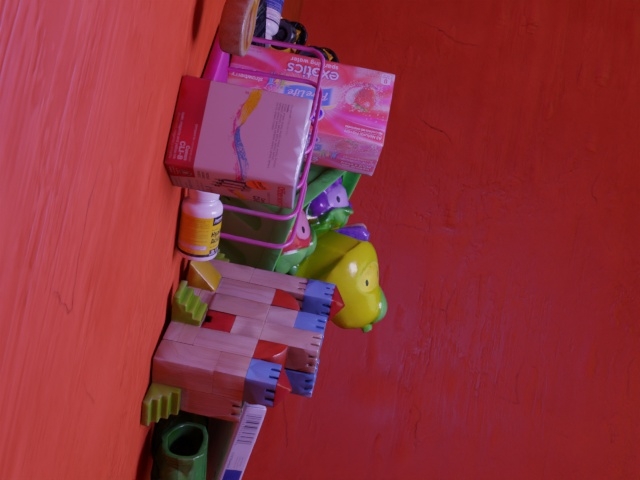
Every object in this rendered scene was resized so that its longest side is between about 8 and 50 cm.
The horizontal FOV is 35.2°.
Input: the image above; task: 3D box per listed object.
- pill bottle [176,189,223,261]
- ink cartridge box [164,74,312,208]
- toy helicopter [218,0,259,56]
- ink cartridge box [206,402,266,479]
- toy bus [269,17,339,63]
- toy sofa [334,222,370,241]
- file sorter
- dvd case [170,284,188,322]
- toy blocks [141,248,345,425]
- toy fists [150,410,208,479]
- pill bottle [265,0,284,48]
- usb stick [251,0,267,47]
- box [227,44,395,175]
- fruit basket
[{"bbox_3d":[-0.184,-0.032,1.547,0.065,0.065,0.116,-80,180,-62],"label":"pill bottle"},{"bbox_3d":[-0.107,-0.130,1.369,0.128,0.176,0.127,101,-1,-78],"label":"ink cartridge box"},{"bbox_3d":[-0.077,-0.422,1.369,0.235,0.140,0.355,94,9,-76],"label":"toy helicopter"},{"bbox_3d":[-0.161,0.316,1.766,0.224,0.045,0.223,-116,-138,-60],"label":"ink cartridge box"},{"bbox_3d":[-0.082,-0.382,2.298,0.211,0.220,0.149,-48,177,17],"label":"toy bus"},{"bbox_3d":[-0.057,0.070,2.342,0.150,0.363,0.177,-80,170,-57],"label":"toy sofa"},{"bbox_3d":[-0.102,-0.157,1.627,0.290,0.182,0.202,101,0,-47],"label":"file sorter"},{"bbox_3d":[-0.243,0.140,1.712,0.087,0.013,0.119,-82,-178,-80],"label":"dvd case"},{"bbox_3d":[-0.109,0.167,1.655,0.381,0.261,0.190,-72,173,-57],"label":"toy blocks"},{"bbox_3d":[-0.237,0.353,1.701,0.279,0.096,0.142,-105,-162,-67],"label":"toy fists"},{"bbox_3d":[-0.111,-0.440,1.973,0.067,0.067,0.120,103,-2,-79],"label":"pill bottle"},{"bbox_3d":[-0.133,-0.359,1.909,0.077,0.045,0.278,-55,171,-22],"label":"usb stick"},{"bbox_3d":[-0.029,-0.237,1.849,0.142,0.300,0.154,107,-5,-70],"label":"box"},{"bbox_3d":[0.000,0.000,1.994,0.392,0.392,0.283,-80,-168,-57],"label":"fruit basket"}]
